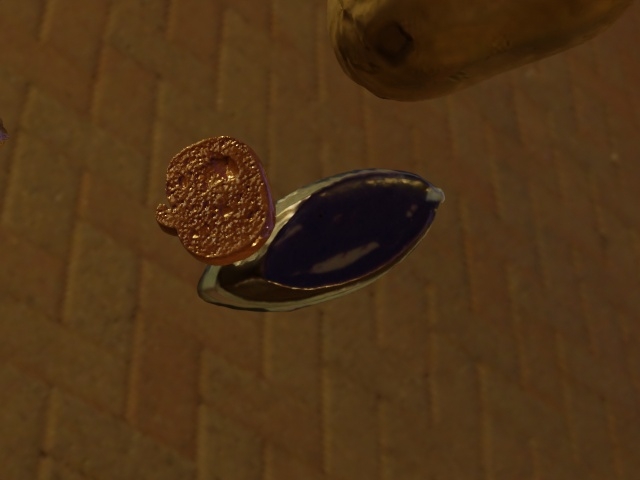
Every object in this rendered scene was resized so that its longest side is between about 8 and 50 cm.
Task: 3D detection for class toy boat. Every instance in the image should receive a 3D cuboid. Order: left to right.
[{"bbox_3d":[0.000,0.000,1.594,0.262,0.115,0.114,-24,96,-27],"label":"toy boat"}]

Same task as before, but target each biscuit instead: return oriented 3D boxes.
[{"bbox_3d":[-0.069,-0.024,1.055,0.015,0.078,0.091,54,19,-60],"label":"biscuit"}]

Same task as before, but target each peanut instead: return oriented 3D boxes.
[{"bbox_3d":[0.107,-0.162,1.005,0.120,0.236,0.110,62,30,-11],"label":"peanut"}]

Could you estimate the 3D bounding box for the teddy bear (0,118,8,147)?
[{"bbox_3d":[-0.364,-0.086,1.217,0.296,0.222,0.246,46,29,-24],"label":"teddy bear"}]
